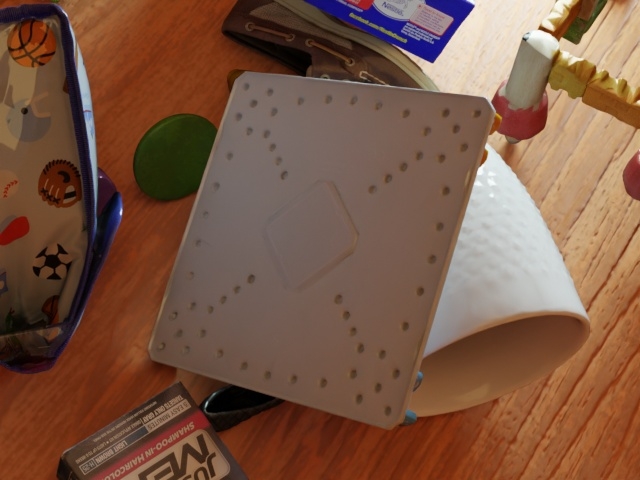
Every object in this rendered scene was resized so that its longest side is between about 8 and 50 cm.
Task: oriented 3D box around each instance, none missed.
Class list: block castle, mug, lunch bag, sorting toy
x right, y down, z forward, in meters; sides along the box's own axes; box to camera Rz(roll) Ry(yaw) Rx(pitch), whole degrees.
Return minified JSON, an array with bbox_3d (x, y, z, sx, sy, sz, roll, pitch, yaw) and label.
[{"bbox_3d":[0.469,-0.277,1.992,0.303,0.213,0.453,28,56,12],"label":"block castle"},{"bbox_3d":[0.106,0.033,1.742,0.374,0.276,0.328,-19,64,-1],"label":"mug"},{"bbox_3d":[-0.347,-0.061,1.556,0.239,0.328,0.385,-9,97,-10],"label":"lunch bag"},{"bbox_3d":[-0.194,-0.147,1.843,0.365,0.127,0.126,-26,46,-20],"label":"sorting toy"}]

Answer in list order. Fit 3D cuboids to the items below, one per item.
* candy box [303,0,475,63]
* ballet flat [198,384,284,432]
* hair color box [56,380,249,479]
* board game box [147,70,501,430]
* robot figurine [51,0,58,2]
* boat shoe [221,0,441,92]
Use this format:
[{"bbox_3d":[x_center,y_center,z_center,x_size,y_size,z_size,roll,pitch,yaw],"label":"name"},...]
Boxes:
[{"bbox_3d":[0.069,-0.430,1.915,0.268,0.122,0.317,22,40,-21],"label":"candy box"},{"bbox_3d":[-0.080,0.189,1.733,0.173,0.049,0.057,-32,78,-24],"label":"ballet flat"},{"bbox_3d":[-0.143,0.358,1.613,0.174,0.105,0.347,-32,78,-23],"label":"hair color box"},{"bbox_3d":[0.000,0.000,1.651,0.390,0.050,0.390,11,80,37],"label":"board game box"},{"bbox_3d":[-0.354,-0.385,1.907,0.101,0.067,0.115,24,62,11],"label":"robot figurine"},{"bbox_3d":[0.016,-0.235,1.913,0.342,0.123,0.123,35,74,5],"label":"boat shoe"}]
